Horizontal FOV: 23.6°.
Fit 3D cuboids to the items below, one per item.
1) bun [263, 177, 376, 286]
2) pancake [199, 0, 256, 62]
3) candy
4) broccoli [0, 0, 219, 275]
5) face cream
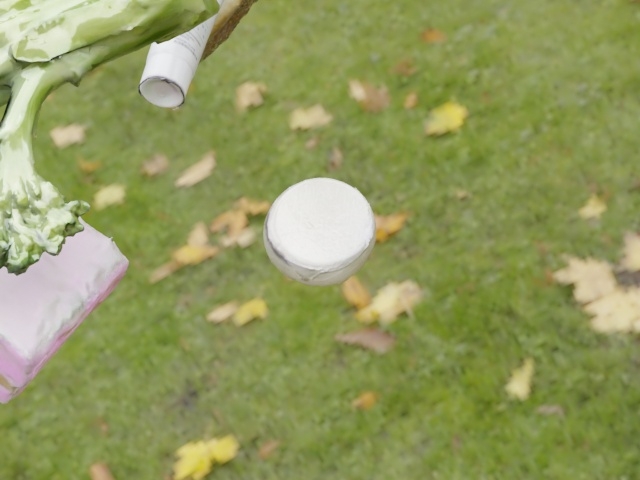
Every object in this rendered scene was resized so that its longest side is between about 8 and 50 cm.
[{"bbox_3d":[0.000,0.000,1.844,0.138,0.094,0.138,-1,61,1],"label":"bun"},{"bbox_3d":[-0.119,-0.344,2.197,0.282,0.049,0.282,-45,3,3],"label":"pancake"},{"bbox_3d":[-0.372,0.071,1.937,0.116,0.155,0.265,-52,1,38],"label":"candy"},{"bbox_3d":[-0.330,-0.209,1.492,0.397,0.353,0.275,-55,20,-8],"label":"broccoli"},{"bbox_3d":[-0.165,-0.264,1.875,0.058,0.092,0.244,-21,42,37],"label":"face cream"}]
